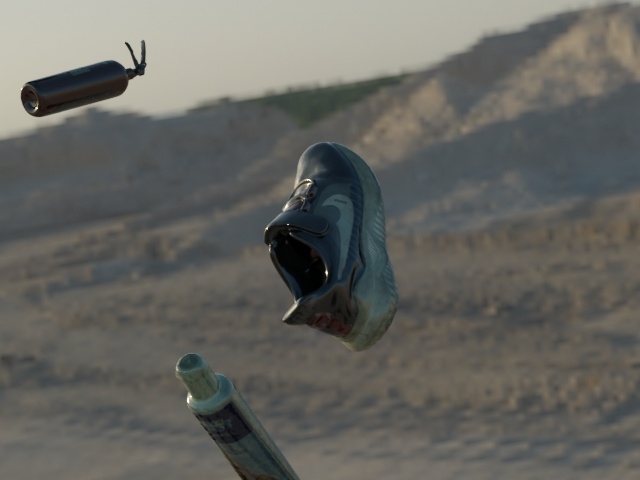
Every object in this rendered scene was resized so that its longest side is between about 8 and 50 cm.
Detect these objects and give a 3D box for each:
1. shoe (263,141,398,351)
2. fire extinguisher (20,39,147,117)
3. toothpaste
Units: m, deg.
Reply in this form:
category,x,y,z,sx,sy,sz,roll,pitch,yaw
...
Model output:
category,x,y,z,sx,sy,sz,roll,pitch,yaw
shoe,0.000,0.000,1.814,0.112,0.227,0.099,5,-33,-35
fire extinguisher,-0.153,-0.097,1.192,0.100,0.032,0.046,-21,-17,-43
toothpaste,-0.054,0.158,1.416,0.062,0.216,0.037,5,52,34
